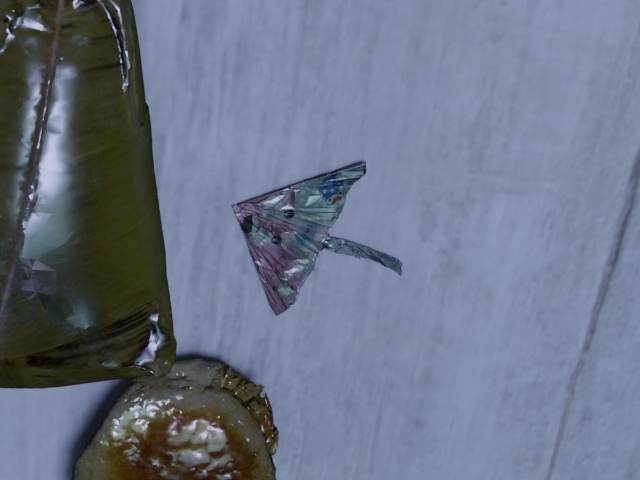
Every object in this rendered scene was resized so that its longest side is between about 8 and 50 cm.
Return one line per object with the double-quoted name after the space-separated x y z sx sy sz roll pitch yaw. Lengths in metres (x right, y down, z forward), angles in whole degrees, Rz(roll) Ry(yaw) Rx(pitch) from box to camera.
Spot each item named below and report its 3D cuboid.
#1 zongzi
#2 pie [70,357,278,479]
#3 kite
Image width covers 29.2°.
-0.248 -0.025 0.739 0.300 0.145 0.273 -8 114 -11 "zongzi"
-0.107 0.183 0.934 0.163 0.079 0.193 -14 119 -11 "pie"
0.000 0.000 0.924 0.157 0.011 0.139 19 110 -27 "kite"
